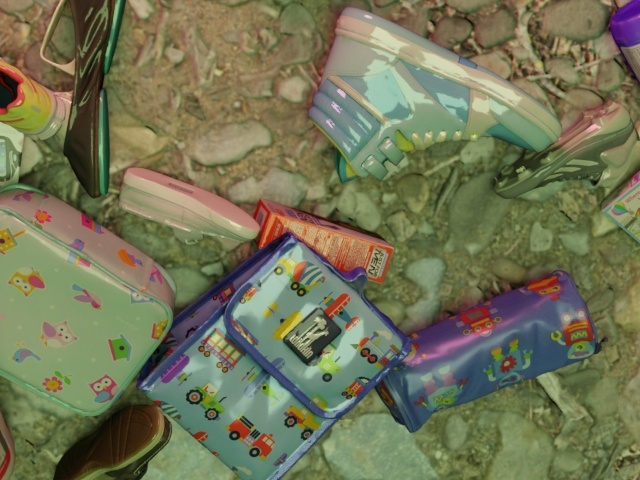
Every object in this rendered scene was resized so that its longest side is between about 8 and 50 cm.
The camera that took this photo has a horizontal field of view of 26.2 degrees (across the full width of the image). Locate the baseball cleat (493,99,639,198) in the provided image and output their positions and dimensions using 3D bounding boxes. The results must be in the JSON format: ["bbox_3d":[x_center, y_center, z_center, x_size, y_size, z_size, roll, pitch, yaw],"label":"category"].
[{"bbox_3d":[0.332,-0.095,1.810,0.205,0.072,0.109,-33,113,1],"label":"baseball cleat"}]

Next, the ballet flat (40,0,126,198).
[{"bbox_3d":[-0.291,-0.193,1.658,0.096,0.095,0.281,6,91,-3],"label":"ballet flat"}]

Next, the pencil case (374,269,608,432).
[{"bbox_3d":[0.217,0.149,1.815,0.306,0.119,0.133,-23,127,-6],"label":"pencil case"}]

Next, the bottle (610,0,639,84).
[{"bbox_3d":[0.493,-0.199,1.807,0.118,0.092,0.283,-35,106,-4],"label":"bottle"}]

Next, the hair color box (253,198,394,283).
[{"bbox_3d":[0.000,0.000,1.751,0.167,0.093,0.053,17,98,-15],"label":"hair color box"}]

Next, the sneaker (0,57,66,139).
[{"bbox_3d":[-0.397,-0.188,1.595,0.208,0.094,0.082,21,86,20],"label":"sneaker"}]

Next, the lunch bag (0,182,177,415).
[{"bbox_3d":[-0.335,0.076,1.679,0.279,0.108,0.224,32,113,-13],"label":"lunch bag"}]

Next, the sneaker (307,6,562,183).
[{"bbox_3d":[0.130,-0.138,1.734,0.319,0.127,0.208,26,94,-6],"label":"sneaker"}]

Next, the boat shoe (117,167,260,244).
[{"bbox_3d":[-0.167,-0.030,1.711,0.184,0.066,0.063,21,108,-1],"label":"boat shoe"}]

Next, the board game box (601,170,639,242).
[{"bbox_3d":[0.466,-0.060,1.828,0.103,0.026,0.154,38,124,-17],"label":"board game box"}]

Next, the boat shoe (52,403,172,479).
[{"bbox_3d":[-0.251,0.272,1.733,0.073,0.080,0.223,29,134,-33],"label":"boat shoe"}]

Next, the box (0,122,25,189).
[{"bbox_3d":[-0.408,-0.098,1.682,0.081,0.028,0.136,8,103,-13],"label":"box"}]

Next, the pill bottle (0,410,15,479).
[{"bbox_3d":[-0.475,0.177,1.581,0.176,0.176,0.319,-16,137,-8],"label":"pill bottle"}]

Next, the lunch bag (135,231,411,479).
[{"bbox_3d":[-0.047,0.134,1.718,0.293,0.138,0.221,-42,108,14],"label":"lunch bag"}]
